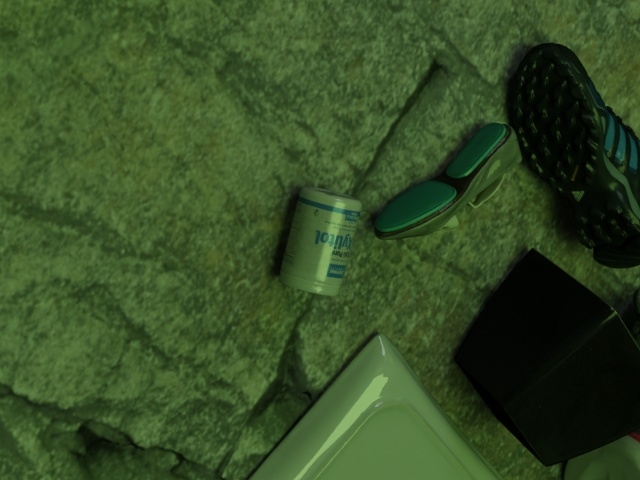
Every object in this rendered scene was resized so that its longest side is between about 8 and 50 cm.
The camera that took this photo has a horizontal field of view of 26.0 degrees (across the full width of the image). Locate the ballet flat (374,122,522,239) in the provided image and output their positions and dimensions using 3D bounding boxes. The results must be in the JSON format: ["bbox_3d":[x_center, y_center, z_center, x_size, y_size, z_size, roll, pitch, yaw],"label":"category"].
[{"bbox_3d":[0.153,-0.051,1.588,0.213,0.072,0.068,-41,126,-18],"label":"ballet flat"}]

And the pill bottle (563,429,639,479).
[{"bbox_3d":[0.496,0.322,1.851,0.318,0.176,0.176,-5,105,-32],"label":"pill bottle"}]

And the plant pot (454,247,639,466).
[{"bbox_3d":[0.277,0.156,1.670,0.167,0.187,0.188,-40,122,-3],"label":"plant pot"}]

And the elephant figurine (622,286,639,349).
[{"bbox_3d":[0.486,0.133,1.829,0.239,0.186,0.169,-24,72,-37],"label":"elephant figurine"}]

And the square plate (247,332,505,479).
[{"bbox_3d":[0.058,0.342,1.647,0.344,0.049,0.347,-48,123,-14],"label":"square plate"}]

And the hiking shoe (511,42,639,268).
[{"bbox_3d":[0.324,-0.114,1.682,0.304,0.113,0.132,62,38,-22],"label":"hiking shoe"}]

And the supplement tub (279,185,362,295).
[{"bbox_3d":[0.000,0.000,1.500,0.071,0.071,0.107,9,97,-35],"label":"supplement tub"}]
